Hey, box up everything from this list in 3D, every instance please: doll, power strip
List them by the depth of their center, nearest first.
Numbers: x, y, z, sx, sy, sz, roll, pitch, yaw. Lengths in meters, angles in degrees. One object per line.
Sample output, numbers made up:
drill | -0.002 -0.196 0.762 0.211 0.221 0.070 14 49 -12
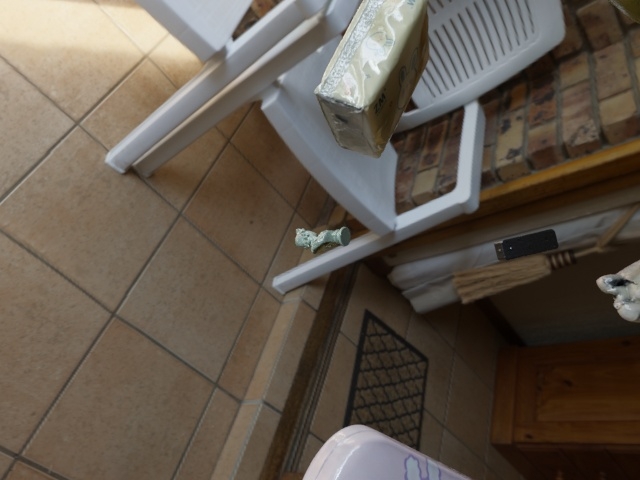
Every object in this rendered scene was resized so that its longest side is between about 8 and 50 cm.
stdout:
doll | 0.474 0.093 0.658 0.095 0.149 0.192 41 20 -29
power strip | 0.359 0.008 0.860 0.111 0.029 0.038 -11 86 -13

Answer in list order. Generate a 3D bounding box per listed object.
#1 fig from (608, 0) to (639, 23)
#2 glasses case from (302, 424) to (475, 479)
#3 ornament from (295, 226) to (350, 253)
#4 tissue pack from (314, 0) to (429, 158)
fig | 0.336 -0.300 0.301 0.343 0.343 0.344 21 61 -43
glasses case | 0.097 0.265 0.458 0.296 0.075 0.113 37 73 -32
ornament | 0.002 0.000 0.772 0.068 0.092 0.041 -28 114 -81
tissue pack | 0.082 -0.238 0.706 0.196 0.092 0.148 -62 158 -9
